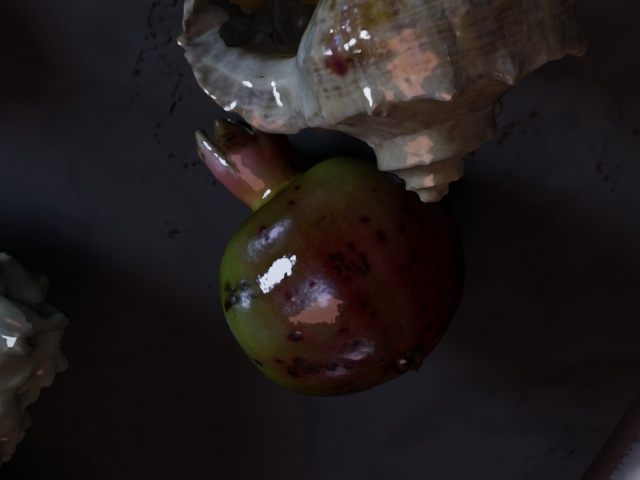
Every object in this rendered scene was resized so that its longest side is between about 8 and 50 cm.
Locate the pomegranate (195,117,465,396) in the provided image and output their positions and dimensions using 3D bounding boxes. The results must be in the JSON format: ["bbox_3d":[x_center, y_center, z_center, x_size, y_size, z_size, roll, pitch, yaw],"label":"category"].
[{"bbox_3d":[0.007,-0.002,0.908,0.129,0.129,0.159,-14,84,24],"label":"pomegranate"}]

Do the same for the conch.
[{"bbox_3d":[0.019,-0.137,0.783,0.178,0.163,0.245,-7,93,2],"label":"conch"}]

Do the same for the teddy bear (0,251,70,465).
[{"bbox_3d":[-0.282,0.115,1.042,0.367,0.224,0.357,-40,106,18],"label":"teddy bear"}]
